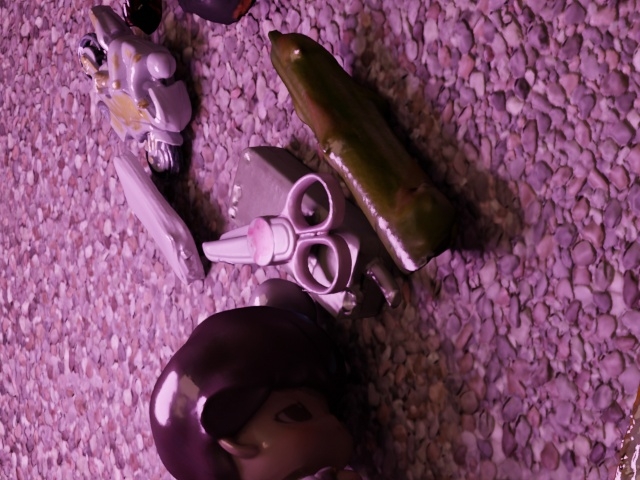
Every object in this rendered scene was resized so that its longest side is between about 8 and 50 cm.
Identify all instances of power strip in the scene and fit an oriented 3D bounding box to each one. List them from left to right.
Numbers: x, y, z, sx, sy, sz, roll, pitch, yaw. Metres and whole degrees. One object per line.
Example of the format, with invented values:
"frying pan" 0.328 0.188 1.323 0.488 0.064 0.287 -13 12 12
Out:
"power strip" 0.000 0.000 1.506 0.288 0.053 0.093 41 123 45

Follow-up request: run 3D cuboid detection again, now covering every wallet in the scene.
"wallet" -0.192 -0.027 1.755 0.190 0.033 0.095 50 164 43

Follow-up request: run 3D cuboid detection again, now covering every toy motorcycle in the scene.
"toy motorcycle" -0.217 -0.185 1.770 0.229 0.074 0.151 56 142 20

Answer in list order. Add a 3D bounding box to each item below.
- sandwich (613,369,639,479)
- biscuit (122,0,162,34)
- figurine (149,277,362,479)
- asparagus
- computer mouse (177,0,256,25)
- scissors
"sandwich" 0.315 0.207 1.057 0.251 0.087 0.226 29 115 50
"biscuit" -0.200 -0.362 1.705 0.235 0.063 0.151 102 176 -49
"figurine" -0.018 0.205 1.413 0.365 0.218 0.206 39 119 39
"asparagus" 0.040 -0.089 1.429 0.082 0.085 0.343 -60 45 30
"computer mouse" -0.082 -0.372 1.555 0.323 0.116 0.183 108 153 -46
"scissors" -0.048 -0.002 1.500 0.242 0.030 0.118 -6 90 55
